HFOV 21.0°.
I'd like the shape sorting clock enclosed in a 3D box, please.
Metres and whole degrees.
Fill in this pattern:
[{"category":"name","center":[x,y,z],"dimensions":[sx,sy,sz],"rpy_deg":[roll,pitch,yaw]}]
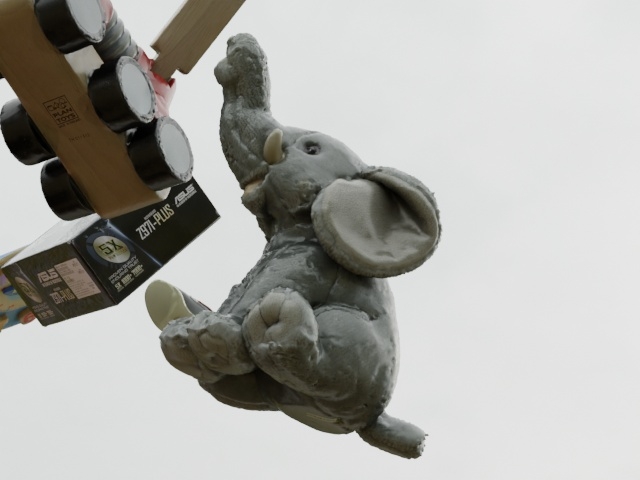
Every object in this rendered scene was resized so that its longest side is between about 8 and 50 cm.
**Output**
[{"category":"shape sorting clock","center":[-0.326,0.051,1.945],"dimensions":[0.206,0.040,0.206],"rpy_deg":[-28,-21,-12]}]

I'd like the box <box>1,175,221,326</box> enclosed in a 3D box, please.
[{"category":"box","center":[-0.206,0.002,1.684],"dimensions":[0.077,0.147,0.180],"rpy_deg":[55,-30,-11]}]

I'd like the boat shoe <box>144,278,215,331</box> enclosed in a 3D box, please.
[{"category":"boat shoe","center":[-0.144,0.087,1.899],"dimensions":[0.133,0.049,0.042],"rpy_deg":[36,13,36]}]

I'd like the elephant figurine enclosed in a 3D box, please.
[{"category":"elephant figurine","center":[0.000,0.000,1.211],"dimensions":[0.169,0.239,0.186],"rpy_deg":[5,-28,30]}]

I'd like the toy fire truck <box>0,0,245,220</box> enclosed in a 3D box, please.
[{"category":"toy fire truck","center":[-0.167,-0.172,1.447],"dimensions":[0.158,0.246,0.217],"rpy_deg":[-19,-59,23]}]
